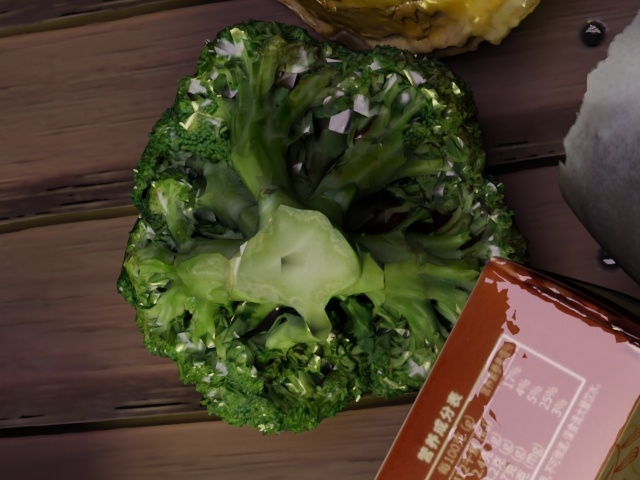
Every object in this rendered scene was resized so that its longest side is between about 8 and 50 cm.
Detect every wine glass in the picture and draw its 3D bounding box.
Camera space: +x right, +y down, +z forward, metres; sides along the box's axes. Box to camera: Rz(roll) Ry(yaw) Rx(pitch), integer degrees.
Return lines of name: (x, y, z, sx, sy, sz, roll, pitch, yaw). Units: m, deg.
wine glass: (0.330, -0.026, 1.261, 0.323, 0.238, 0.238, 34, 97, 24)

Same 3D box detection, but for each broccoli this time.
broccoli: (0.000, 0.000, 1.378, 0.307, 0.275, 0.308, 0, 99, -3)

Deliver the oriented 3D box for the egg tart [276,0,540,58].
egg tart: (0.030, -0.284, 1.413, 0.341, 0.132, 0.341, 10, 106, 37)

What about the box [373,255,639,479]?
box: (0.116, 0.214, 1.255, 0.122, 0.344, 0.385, 29, 95, 20)
